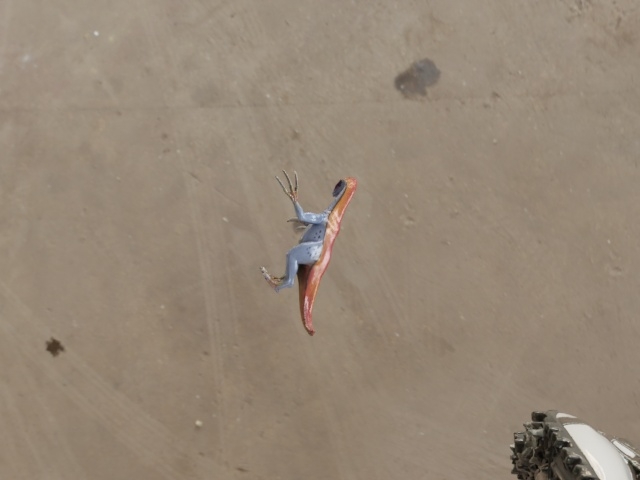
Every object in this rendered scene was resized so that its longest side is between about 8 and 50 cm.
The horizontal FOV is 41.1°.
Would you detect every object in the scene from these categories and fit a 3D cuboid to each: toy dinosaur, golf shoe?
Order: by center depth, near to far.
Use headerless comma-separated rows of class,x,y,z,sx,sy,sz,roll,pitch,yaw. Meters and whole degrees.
golf shoe,0.140,0.120,0.403,0.094,0.198,0.077,2,82,10
toy dinosaur,0.000,0.000,0.526,0.082,0.047,0.090,-37,81,-3
